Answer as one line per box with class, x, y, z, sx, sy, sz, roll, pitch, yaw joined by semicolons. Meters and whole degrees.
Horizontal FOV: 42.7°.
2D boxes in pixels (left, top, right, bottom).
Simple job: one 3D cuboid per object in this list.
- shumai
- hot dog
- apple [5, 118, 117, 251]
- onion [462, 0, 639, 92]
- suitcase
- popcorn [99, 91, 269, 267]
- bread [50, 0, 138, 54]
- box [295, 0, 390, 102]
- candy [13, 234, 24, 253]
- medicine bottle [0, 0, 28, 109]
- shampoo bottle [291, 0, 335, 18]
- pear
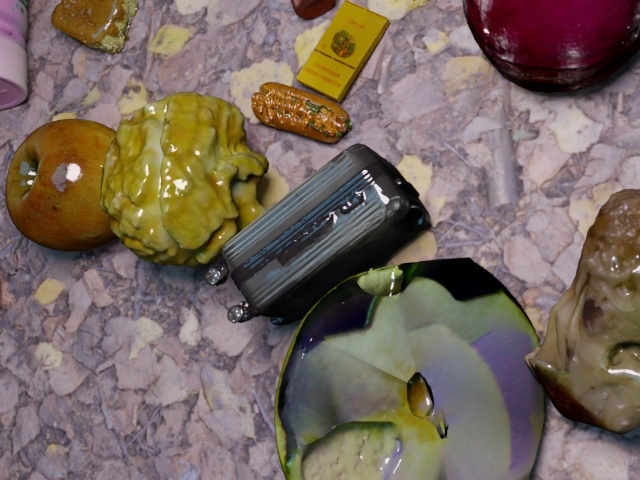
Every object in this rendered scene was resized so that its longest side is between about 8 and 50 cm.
shumai;0.401;0.120;0.999;0.283;0.217;0.346;-33;73;7
hot dog;-0.038;-0.210;1.324;0.188;0.055;0.072;21;92;22
apple;-0.407;-0.089;1.393;0.236;0.207;0.237;-13;69;38
onion;0.324;-0.382;1.101;0.281;0.260;0.337;32;96;28
suitcase;0.000;0.000;1.200;0.312;0.202;0.128;-37;71;14
popcorn;-0.205;-0.095;1.261;0.282;0.247;0.282;-11;75;47
bread;-0.411;-0.418;1.497;0.140;0.069;0.128;25;91;22
box;0.035;-0.305;1.316;0.087;0.023;0.155;31;87;27
candy;-0.555;-0.011;1.525;0.083;0.025;0.023;-57;24;14
medicine bottle;-0.653;-0.427;1.519;0.212;0.212;0.326;-7;79;21
shampoo bottle;-0.059;-0.522;1.366;0.118;0.076;0.314;-23;75;15
pear;0.096;0.214;1.099;0.165;0.398;0.399;-2;79;62
